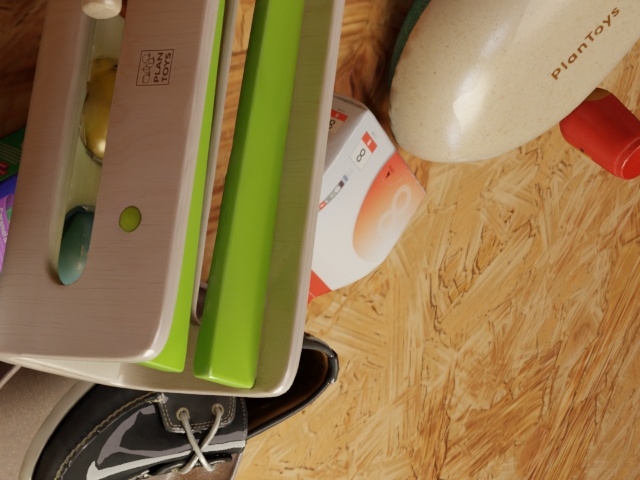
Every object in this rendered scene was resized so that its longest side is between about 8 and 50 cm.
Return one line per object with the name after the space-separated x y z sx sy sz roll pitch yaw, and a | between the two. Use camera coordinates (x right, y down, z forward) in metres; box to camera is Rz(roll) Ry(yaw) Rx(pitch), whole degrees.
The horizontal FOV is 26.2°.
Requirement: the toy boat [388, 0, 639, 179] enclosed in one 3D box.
0.170 -0.154 1.082 0.267 0.148 0.318 -44 147 4 | toy boat

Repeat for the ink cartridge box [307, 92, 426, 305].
0.000 0.000 1.022 0.179 0.045 0.145 -60 150 -11 | ink cartridge box

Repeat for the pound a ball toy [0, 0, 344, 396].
-0.099 -0.098 0.663 0.208 0.136 0.319 25 68 -58 | pound a ball toy

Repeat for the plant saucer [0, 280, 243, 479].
-0.159 0.158 0.886 0.310 0.050 0.310 -37 140 -39 | plant saucer

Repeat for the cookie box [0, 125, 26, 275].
-0.164 -0.009 0.753 0.107 0.040 0.092 -37 140 -40 | cookie box

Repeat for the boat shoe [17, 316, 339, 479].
-0.082 0.104 0.841 0.233 0.079 0.084 -26 135 -46 | boat shoe
